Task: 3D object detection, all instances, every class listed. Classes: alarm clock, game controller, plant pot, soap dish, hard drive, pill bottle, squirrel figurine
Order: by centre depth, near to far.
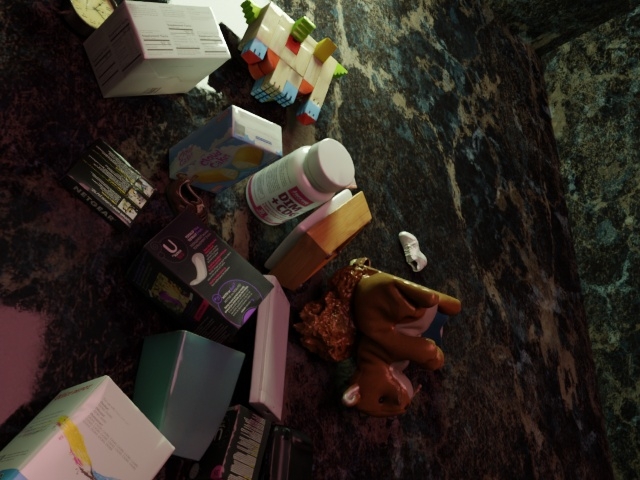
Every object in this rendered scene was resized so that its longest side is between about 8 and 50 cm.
[{"bbox_3d":[-0.294,0.331,1.346,0.166,0.165,0.234,30,59,-35],"label":"plant pot"},{"bbox_3d":[-0.084,0.608,1.526,0.166,0.067,0.319,41,46,-47],"label":"game controller"},{"bbox_3d":[-0.540,-0.545,1.556,0.192,0.064,0.129,17,60,-39],"label":"alarm clock"},{"bbox_3d":[-0.121,0.266,1.567,0.203,0.040,0.307,72,19,-61],"label":"hard drive"},{"bbox_3d":[-0.056,-0.157,1.725,0.160,0.283,0.160,22,57,-39],"label":"pill bottle"},{"bbox_3d":[0.137,0.270,1.736,0.370,0.397,0.281,-70,160,0],"label":"squirrel figurine"},{"bbox_3d":[0.000,0.000,1.749,0.118,0.229,0.291,47,41,5],"label":"soap dish"}]

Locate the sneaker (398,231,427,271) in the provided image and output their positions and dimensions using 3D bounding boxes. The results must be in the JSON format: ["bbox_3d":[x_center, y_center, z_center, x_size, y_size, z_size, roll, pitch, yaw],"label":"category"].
[{"bbox_3d":[0.314,0.039,2.205,0.152,0.054,0.061,57,44,-12],"label":"sneaker"}]

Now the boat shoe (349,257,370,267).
[{"bbox_3d":[0.120,0.130,1.950,0.064,0.060,0.178,30,53,-35],"label":"boat shoe"}]

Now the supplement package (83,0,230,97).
[{"bbox_3d":[-0.396,-0.462,1.564,0.262,0.204,0.145,-19,87,-49],"label":"supplement package"}]

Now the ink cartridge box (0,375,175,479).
[{"bbox_3d":[-0.441,0.410,1.119,0.197,0.198,0.270,53,43,-15],"label":"ink cartridge box"}]

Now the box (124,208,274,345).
[{"bbox_3d":[-0.271,0.092,1.444,0.270,0.143,0.165,42,44,-3],"label":"box"}]

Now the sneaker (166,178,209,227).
[{"bbox_3d":[-0.313,-0.063,1.570,0.066,0.071,0.188,-36,99,-49],"label":"sneaker"}]

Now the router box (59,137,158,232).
[{"bbox_3d":[-0.474,-0.125,1.447,0.179,0.046,0.133,45,46,-23],"label":"router box"}]

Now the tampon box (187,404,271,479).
[{"bbox_3d":[-0.199,0.462,1.411,0.101,0.120,0.161,38,48,-30],"label":"tampon box"}]

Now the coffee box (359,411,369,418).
[{"bbox_3d":[0.174,0.445,1.877,0.184,0.040,0.113,-2,74,-47],"label":"coffee box"}]

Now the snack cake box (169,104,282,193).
[{"bbox_3d":[-0.236,-0.216,1.574,0.152,0.264,0.089,16,62,-42],"label":"snack cake box"}]

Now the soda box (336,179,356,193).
[{"bbox_3d":[0.030,-0.183,2.001,0.183,0.058,0.063,-2,74,-48],"label":"soda box"}]

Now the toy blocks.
[{"bbox_3d":[-0.112,-0.516,1.938,0.381,0.191,0.261,35,61,-32],"label":"toy blocks"}]

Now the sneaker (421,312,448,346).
[{"bbox_3d":[0.360,0.247,2.072,0.087,0.228,0.092,1,44,-1],"label":"sneaker"}]
